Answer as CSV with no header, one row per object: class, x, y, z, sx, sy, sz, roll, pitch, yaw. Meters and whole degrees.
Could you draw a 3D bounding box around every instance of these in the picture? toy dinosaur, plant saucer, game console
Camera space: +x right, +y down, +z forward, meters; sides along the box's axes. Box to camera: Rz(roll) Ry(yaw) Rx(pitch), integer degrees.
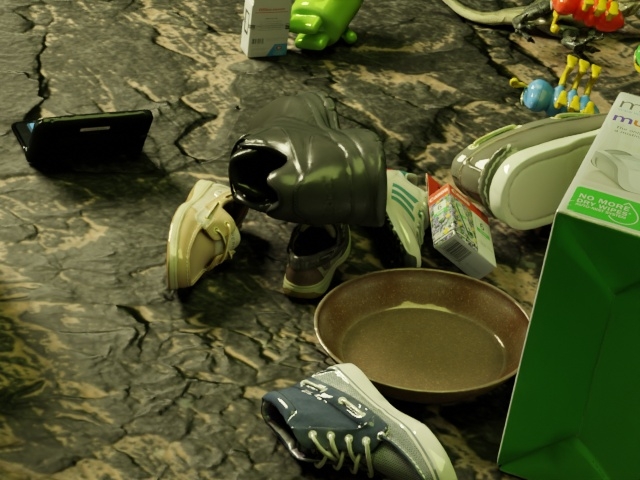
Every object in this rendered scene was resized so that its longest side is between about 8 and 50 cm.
toy dinosaur,0.274,-0.265,2.293,0.268,0.064,0.118,0,30,-3
plant saucer,0.092,0.090,1.706,0.198,0.036,0.198,3,30,-2
game console,-0.243,-0.122,1.945,0.122,0.107,0.071,-7,64,-21

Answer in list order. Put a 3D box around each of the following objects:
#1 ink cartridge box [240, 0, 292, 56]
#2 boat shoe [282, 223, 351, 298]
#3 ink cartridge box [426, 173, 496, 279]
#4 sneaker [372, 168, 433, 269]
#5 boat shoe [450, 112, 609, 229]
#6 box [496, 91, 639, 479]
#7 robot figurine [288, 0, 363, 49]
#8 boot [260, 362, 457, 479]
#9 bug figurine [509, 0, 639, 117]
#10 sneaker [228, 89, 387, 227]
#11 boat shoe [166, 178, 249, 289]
ink cartridge box,-0.061,-0.251,2.169,0.048,0.083,0.028,-5,35,-20
boat shoe,0.000,0.000,1.821,0.056,0.049,0.152,9,31,4
ink cartridge box,0.136,-0.020,1.861,0.063,0.029,0.115,38,30,-30
sneaker,0.086,-0.024,1.871,0.075,0.057,0.161,-6,33,-14
boat shoe,0.267,-0.082,1.952,0.305,0.109,0.091,-11,27,-37
box,0.252,0.047,1.609,0.127,0.262,0.231,18,33,14
robot figurine,0.007,-0.271,2.213,0.067,0.101,0.115,6,49,36
boot,0.029,0.171,1.558,0.086,0.069,0.190,-19,32,-24
bug figurine,0.328,-0.189,2.134,0.216,0.072,0.279,24,43,0
sneaker,-0.035,-0.079,1.828,0.130,0.109,0.286,-6,13,-18
boat shoe,-0.104,-0.007,1.799,0.059,0.063,0.170,6,31,8
